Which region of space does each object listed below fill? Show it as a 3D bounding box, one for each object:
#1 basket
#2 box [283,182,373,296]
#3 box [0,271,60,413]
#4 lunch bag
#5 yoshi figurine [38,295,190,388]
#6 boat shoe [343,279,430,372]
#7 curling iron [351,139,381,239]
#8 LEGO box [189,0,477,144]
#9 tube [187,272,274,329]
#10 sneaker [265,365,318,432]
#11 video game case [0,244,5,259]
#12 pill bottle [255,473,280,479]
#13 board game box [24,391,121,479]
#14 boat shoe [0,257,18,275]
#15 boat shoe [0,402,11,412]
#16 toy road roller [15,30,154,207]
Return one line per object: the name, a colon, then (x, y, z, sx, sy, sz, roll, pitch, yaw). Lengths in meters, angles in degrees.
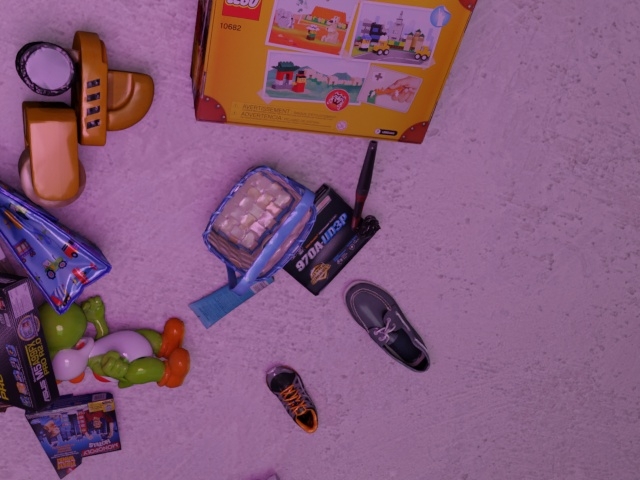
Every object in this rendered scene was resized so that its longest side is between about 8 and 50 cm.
basket: (-0.122, -0.035, 1.330, 0.201, 0.289, 0.254, 37, 97, -18)
box: (0.000, 0.000, 1.508, 0.220, 0.051, 0.175, -46, 114, 1)
box: (-0.633, 0.190, 1.217, 0.216, 0.060, 0.270, 7, 113, 25)
lunch bag: (-0.575, -0.018, 1.233, 0.138, 0.221, 0.293, -45, 112, -13)
yoshi figurine: (-0.472, 0.216, 1.359, 0.362, 0.203, 0.203, 7, 74, -25)
boat shoe: (0.181, 0.226, 1.610, 0.116, 0.099, 0.319, -41, 114, 0)
curling iron: (0.107, -0.111, 1.407, 0.068, 0.035, 0.274, -6, 132, -7)
LEGO box: (0.013, -0.416, 1.233, 0.500, 0.193, 0.372, 3, 130, -18)
tube: (-0.209, 0.131, 1.494, 0.207, 0.052, 0.080, -32, 109, 1)
sneaker: (-0.065, 0.409, 1.607, 0.084, 0.083, 0.215, -36, 112, -1)
video game case: (-0.663, -0.084, 1.172, 0.023, 0.183, 0.201, -27, 149, -25)
pill bottle: (-0.180, 0.704, 1.655, 0.180, 0.108, 0.108, -29, 113, -5)
board game box: (-0.580, 0.462, 1.483, 0.194, 0.060, 0.194, -7, 110, -15)
boat shoe: (-0.713, 0.039, 1.288, 0.109, 0.094, 0.302, -12, 115, 16)
boat shoe: (-0.713, 0.355, 1.400, 0.207, 0.073, 0.073, -6, 107, -14)
toy road roller: (-0.459, -0.237, 1.219, 0.241, 0.202, 0.329, -2, 107, -27)
